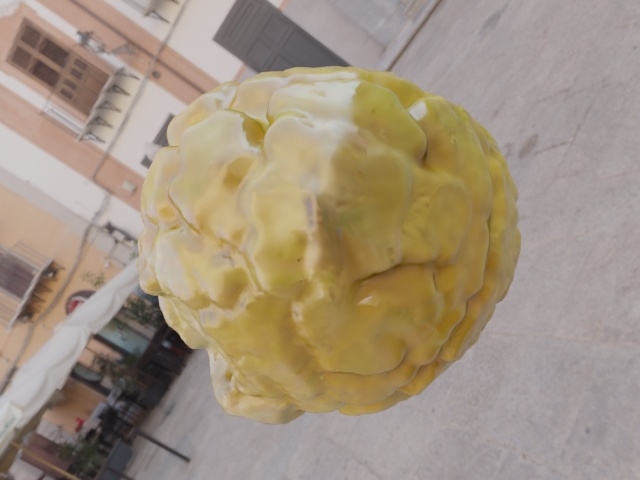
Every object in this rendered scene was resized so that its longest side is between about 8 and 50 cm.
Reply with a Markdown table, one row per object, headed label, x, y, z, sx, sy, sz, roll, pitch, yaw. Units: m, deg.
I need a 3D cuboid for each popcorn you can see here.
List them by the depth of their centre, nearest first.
| label | x | y | z | sx | sy | sz | roll | pitch | yaw |
| --- | --- | --- | --- | --- | --- | --- | --- | --- | --- |
| popcorn | 0.020 | 0.001 | 0.614 | 0.354 | 0.390 | 0.344 | 103 | 160 | -80 |
